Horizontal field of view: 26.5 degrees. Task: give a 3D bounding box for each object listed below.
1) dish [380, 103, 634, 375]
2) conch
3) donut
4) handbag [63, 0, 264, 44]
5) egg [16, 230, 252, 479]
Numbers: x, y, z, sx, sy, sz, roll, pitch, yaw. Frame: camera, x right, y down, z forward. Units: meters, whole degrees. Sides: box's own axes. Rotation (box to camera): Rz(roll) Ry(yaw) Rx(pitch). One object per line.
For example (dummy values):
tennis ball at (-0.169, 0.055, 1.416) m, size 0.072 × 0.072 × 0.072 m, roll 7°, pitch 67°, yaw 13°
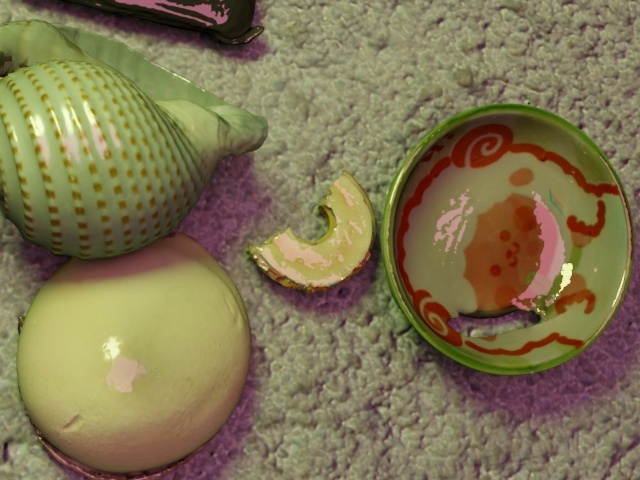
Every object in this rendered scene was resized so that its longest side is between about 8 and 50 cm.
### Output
dish at (0.213, 0.002, 1.669) m, size 0.324 × 0.124 × 0.324 m, roll 1°, pitch 87°, yaw -15°
conch at (-0.241, -0.100, 1.488) m, size 0.319 × 0.303 × 0.215 m, roll 14°, pitch 116°, yaw -38°
donut at (0.001, 0.005, 1.628) m, size 0.166 × 0.065 × 0.108 m, roll -39°, pitch 93°, yaw -20°
handbag at (-0.215, -0.353, 1.623) m, size 0.332 × 0.075 × 0.192 m, roll 14°, pitch 76°, yaw -16°
egg at (-0.188, 0.121, 1.493) m, size 0.264 × 0.174 × 0.286 m, roll 48°, pitch 67°, yaw -8°
